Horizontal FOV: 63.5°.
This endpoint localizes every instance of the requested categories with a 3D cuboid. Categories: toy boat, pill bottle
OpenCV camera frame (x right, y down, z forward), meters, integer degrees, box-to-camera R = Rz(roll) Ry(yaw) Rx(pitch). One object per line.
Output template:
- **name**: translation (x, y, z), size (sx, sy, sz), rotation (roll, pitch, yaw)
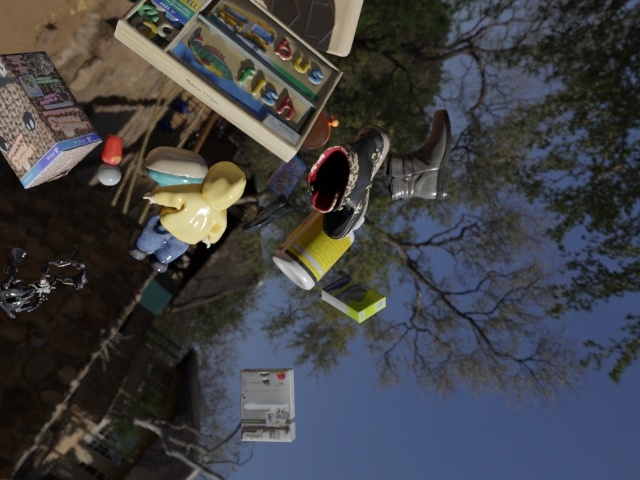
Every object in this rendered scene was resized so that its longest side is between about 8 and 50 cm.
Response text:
- **toy boat**: translation (-0.502, -0.216, 1.561), size (0.267, 0.317, 0.148), rotation (-122, -137, -76)
- **pill bottle**: translation (0.000, 0.000, 1.870), size (0.334, 0.188, 0.188), rotation (-47, -168, -14)

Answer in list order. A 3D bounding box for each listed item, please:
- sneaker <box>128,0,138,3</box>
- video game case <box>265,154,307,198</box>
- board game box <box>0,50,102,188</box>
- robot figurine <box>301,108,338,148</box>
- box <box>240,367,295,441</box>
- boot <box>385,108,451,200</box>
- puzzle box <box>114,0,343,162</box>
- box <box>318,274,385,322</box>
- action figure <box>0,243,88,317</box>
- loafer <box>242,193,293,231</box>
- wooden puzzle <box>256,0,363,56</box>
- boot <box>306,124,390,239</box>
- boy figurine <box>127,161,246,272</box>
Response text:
- **sneaker**: translation (-0.754, -0.960, 1.821), size (0.108, 0.286, 0.130), rotation (-16, -137, 27)
- **video game case**: translation (-0.130, -0.249, 1.995), size (0.015, 0.119, 0.166), rotation (24, -102, 43)
- **board game box**: translation (-0.803, -0.337, 1.454), size (0.232, 0.291, 0.141), rotation (-27, -172, 33)
- **robot figurine**: translation (-0.030, -0.386, 1.771), size (0.219, 0.157, 0.128), rotation (-87, -163, -64)
- **box**: translation (-0.143, 0.442, 1.395), size (0.145, 0.187, 0.038), rotation (-4, 174, 13)
- **boot**: translation (0.354, -0.314, 1.885), size (0.118, 0.222, 0.339), rotation (-1, 94, -85)
- **puzzle box**: translation (-0.166, -0.382, 1.067), size (0.052, 0.408, 0.272), rotation (-33, -153, 55)
- **box**: translation (0.087, 0.160, 1.483), size (0.109, 0.043, 0.178), rotation (-26, -143, -33)
- **action figure**: translation (-0.800, 0.112, 1.432), size (0.275, 0.164, 0.141), rotation (-21, -140, -27)
- **loafer**: translation (-0.169, -0.081, 1.583), size (0.169, 0.061, 0.062), rotation (-28, 176, 0)
- **wooden puzzle**: translation (-0.034, -0.802, 1.676), size (0.080, 0.347, 0.323), rotation (-97, -159, -69)
- **boot**: translation (0.055, -0.138, 1.474), size (0.284, 0.138, 0.378), rotation (-36, 155, -59)
- **boy figurine**: translation (-0.267, -0.057, 1.041), size (0.285, 0.177, 0.092), rotation (-40, -144, 19)
